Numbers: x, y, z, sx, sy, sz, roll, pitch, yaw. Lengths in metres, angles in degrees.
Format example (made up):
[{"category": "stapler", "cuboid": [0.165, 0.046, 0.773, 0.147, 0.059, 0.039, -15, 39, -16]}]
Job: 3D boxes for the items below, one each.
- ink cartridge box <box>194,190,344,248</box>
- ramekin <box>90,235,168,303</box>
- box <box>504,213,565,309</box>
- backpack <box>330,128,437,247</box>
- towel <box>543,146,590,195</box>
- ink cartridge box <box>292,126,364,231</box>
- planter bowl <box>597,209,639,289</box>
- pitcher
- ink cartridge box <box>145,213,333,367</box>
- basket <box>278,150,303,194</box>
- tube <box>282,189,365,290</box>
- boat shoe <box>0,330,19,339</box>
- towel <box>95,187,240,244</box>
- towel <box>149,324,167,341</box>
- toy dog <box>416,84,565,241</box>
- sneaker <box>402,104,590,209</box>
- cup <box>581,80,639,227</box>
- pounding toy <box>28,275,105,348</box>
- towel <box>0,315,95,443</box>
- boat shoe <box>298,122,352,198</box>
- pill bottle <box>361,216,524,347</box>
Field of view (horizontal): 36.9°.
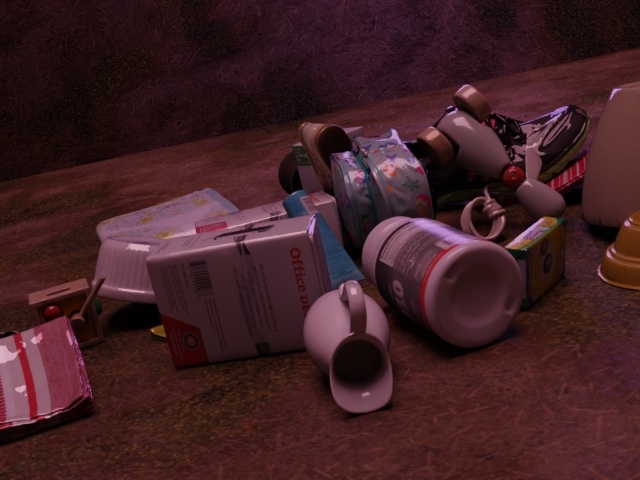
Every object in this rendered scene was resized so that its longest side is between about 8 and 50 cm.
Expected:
[{"category": "ink cartridge box", "cuboid": [-0.108, -0.007, 1.971, 0.283, 0.117, 0.207, -14, 10, -6]}, {"category": "ramekin", "cuboid": [-0.337, 0.054, 1.864, 0.207, 0.109, 0.207, 5, 5, 0]}, {"category": "box", "cuboid": [0.355, 0.031, 1.560, 0.043, 0.105, 0.179, 9, 25, 33]}, {"category": "backpack", "cuboid": [0.130, -0.086, 1.911, 0.191, 0.225, 0.253, -18, 29, -12]}, {"category": "towel", "cuboid": [0.584, -0.171, 2.024, 0.275, 0.031, 0.199, -31, 9, 20]}, {"category": "ink cartridge box", "cuboid": [0.039, -0.137, 2.173, 0.153, 0.208, 0.087, -23, 16, -35]}, {"category": "planter bowl", "cuboid": [0.554, -0.001, 1.550, 0.217, 0.090, 0.217, -11, 16, 3]}, {"category": "pitcher", "cuboid": [0.041, 0.122, 1.356, 0.125, 0.178, 0.207, -3, 16, -6]}, {"category": "ink cartridge box", "cuboid": [-0.121, 0.082, 1.570, 0.273, 0.197, 0.114, -9, 17, 10]}, {"category": "basket", "cuboid": [-0.011, -0.160, 2.398, 0.204, 0.154, 0.227, -16, 13, -16]}, {"category": "tube", "cuboid": [0.000, 0.000, 1.818, 0.080, 0.207, 0.052, -23, -21, -22]}, {"category": "boat shoe", "cuboid": [-0.548, 0.193, 1.727, 0.084, 0.079, 0.233, -23, 18, -27]}, {"category": "towel", "cuboid": [-0.359, -0.017, 2.284, 0.320, 0.090, 0.374, -20, 18, -14]}, {"category": "towel", "cuboid": [-0.195, 0.131, 1.777, 0.102, 0.021, 0.237, 4, 23, 45]}, {"category": "toy dog", "cuboid": [0.341, -0.147, 1.950, 0.220, 0.333, 0.161, -24, -15, 2]}, {"category": "sneaker", "cuboid": [0.352, -0.206, 2.109, 0.483, 0.202, 0.185, -16, 27, 11]}, {"category": "cup", "cuboid": [0.632, -0.174, 1.754, 0.331, 0.237, 0.331, -10, 11, 2]}, {"category": "pounding toy", "cuboid": [-0.454, 0.133, 1.763, 0.141, 0.130, 0.100, -17, 17, -15]}, {"category": "towel", "cuboid": [-0.537, 0.237, 1.511, 0.329, 0.037, 0.237, -18, 36, -15]}, {"category": "boat shoe", "cuboid": [0.045, -0.141, 2.051, 0.104, 0.285, 0.089, -43, 39, -20]}, {"category": "pill bottle", "cuboid": [0.180, 0.054, 1.513, 0.161, 0.161, 0.283, -17, 16, -16]}]
